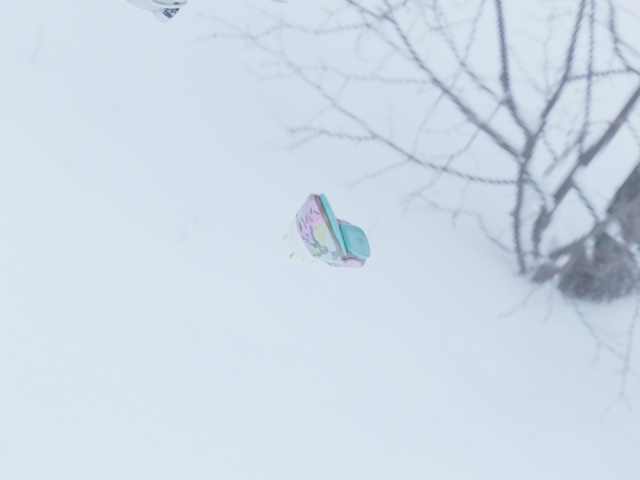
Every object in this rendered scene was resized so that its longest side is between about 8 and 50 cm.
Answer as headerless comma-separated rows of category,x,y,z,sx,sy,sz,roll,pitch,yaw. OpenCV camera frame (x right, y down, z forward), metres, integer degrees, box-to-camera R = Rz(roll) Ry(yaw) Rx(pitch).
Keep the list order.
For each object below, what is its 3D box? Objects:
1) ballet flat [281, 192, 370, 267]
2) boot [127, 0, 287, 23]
ballet flat,0.000,0.000,1.472,0.221,0.079,0.077,35,37,-73
boot,-0.144,-0.301,1.432,0.258,0.123,0.095,31,18,16
